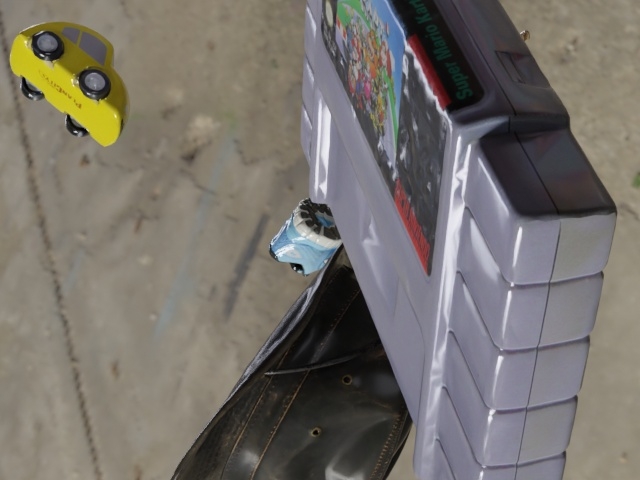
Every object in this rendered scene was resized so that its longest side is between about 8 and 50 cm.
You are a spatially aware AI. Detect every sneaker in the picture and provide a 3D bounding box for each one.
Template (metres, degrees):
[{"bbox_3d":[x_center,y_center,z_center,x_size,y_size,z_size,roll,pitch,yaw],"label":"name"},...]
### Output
[{"bbox_3d":[0.000,0.000,1.487,0.073,0.162,0.063,-37,67,21],"label":"sneaker"}]

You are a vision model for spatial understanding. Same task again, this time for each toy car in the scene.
[{"bbox_3d":[-0.246,-0.170,1.082,0.225,0.239,0.053,-2,38,48],"label":"toy car"}]

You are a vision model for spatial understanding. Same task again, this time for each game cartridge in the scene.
[{"bbox_3d":[0.049,-0.041,0.786,0.355,0.068,0.230,-110,13,-48],"label":"game cartridge"}]

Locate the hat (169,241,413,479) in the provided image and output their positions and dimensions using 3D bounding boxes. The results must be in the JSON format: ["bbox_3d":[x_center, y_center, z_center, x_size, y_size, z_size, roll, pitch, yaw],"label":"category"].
[{"bbox_3d":[0.010,0.135,1.203,0.331,0.134,0.331,-55,-5,-7],"label":"hat"}]

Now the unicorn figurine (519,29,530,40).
[{"bbox_3d":[0.145,-0.183,1.408,0.111,0.060,0.162,21,110,43],"label":"unicorn figurine"}]
